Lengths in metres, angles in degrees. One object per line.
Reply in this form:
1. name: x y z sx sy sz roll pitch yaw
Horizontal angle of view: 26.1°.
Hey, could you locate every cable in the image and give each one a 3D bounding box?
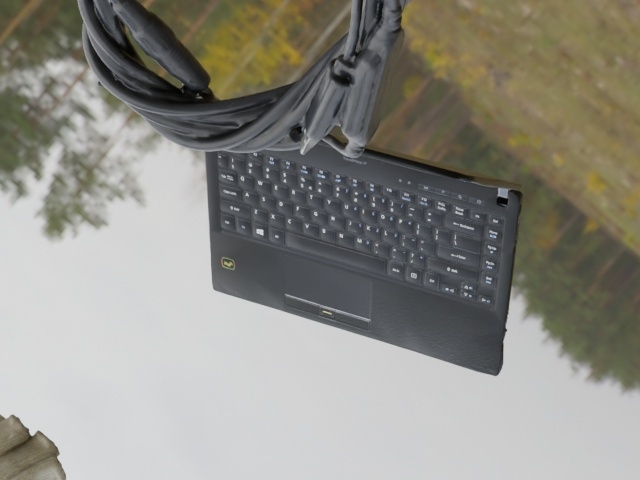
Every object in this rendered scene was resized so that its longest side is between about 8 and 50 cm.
1. cable: -0.033 -0.112 0.606 0.150 0.184 0.047 16 -130 3

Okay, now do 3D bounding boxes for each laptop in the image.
1. laptop: 0.000 0.000 0.902 0.234 0.264 0.136 17 -138 18

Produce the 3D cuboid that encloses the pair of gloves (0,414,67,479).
1. pair of gloves: -0.179 0.181 0.652 0.240 0.204 0.042 16 143 50
